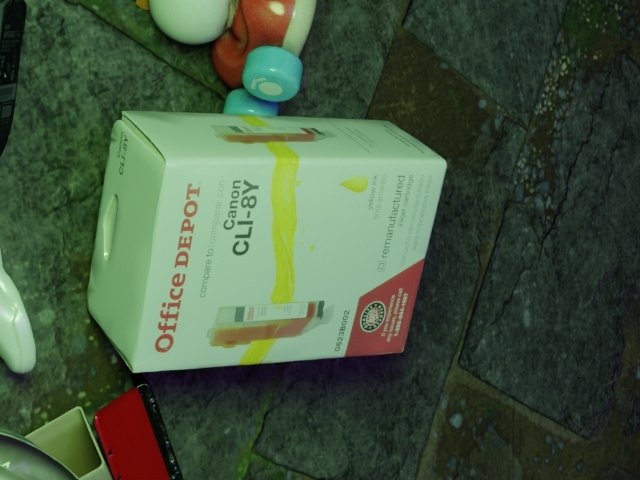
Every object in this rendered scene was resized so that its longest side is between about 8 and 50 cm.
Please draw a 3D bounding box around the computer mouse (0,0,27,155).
[{"bbox_3d":[-0.378,-0.220,1.471,0.072,0.188,0.272,10,95,0],"label":"computer mouse"}]

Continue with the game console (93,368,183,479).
[{"bbox_3d":[-0.233,0.246,1.628,0.085,0.124,0.144,-21,107,-16],"label":"game console"}]

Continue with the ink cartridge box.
[{"bbox_3d":[-0.067,0.000,1.622,0.384,0.160,0.279,-1,115,-30],"label":"ink cartridge box"}]

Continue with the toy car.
[{"bbox_3d":[-0.137,-0.285,1.666,0.238,0.210,0.219,16,65,-12],"label":"toy car"}]

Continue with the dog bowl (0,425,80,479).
[{"bbox_3d":[-0.402,0.347,1.402,0.348,0.102,0.349,-4,102,-18],"label":"dog bowl"}]

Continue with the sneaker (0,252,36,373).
[{"bbox_3d":[-0.397,0.064,1.499,0.094,0.080,0.212,-25,101,-26],"label":"sneaker"}]

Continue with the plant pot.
[{"bbox_3d":[-0.296,0.283,1.552,0.109,0.109,0.096,-30,132,-6],"label":"plant pot"}]
